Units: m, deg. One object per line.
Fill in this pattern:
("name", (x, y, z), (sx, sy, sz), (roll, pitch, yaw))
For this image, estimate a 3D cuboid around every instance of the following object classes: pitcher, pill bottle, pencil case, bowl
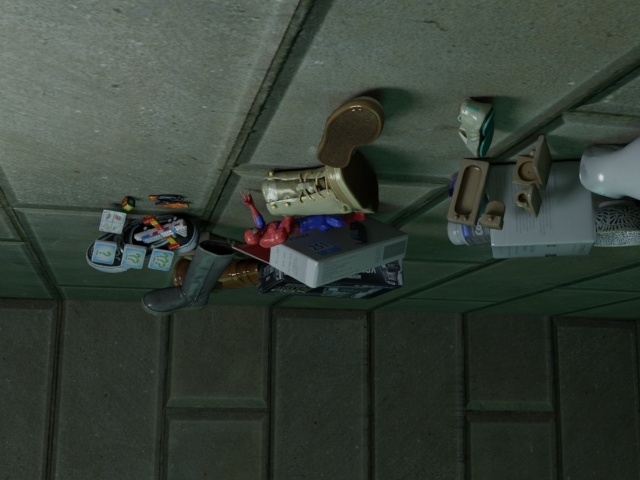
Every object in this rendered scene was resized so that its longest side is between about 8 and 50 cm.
("pitcher", (0.550, -0.107, 1.417), (0.177, 0.126, 0.207), (18, 169, -28))
("pill bottle", (0.355, -0.030, 1.965), (0.137, 0.078, 0.078), (-10, 165, 41))
("pencil case", (0.287, -0.083, 1.711), (0.064, 0.070, 0.151), (-3, 170, 16))
("bowl", (0.633, -0.040, 1.890), (0.170, 0.080, 0.170), (0, 170, 0))

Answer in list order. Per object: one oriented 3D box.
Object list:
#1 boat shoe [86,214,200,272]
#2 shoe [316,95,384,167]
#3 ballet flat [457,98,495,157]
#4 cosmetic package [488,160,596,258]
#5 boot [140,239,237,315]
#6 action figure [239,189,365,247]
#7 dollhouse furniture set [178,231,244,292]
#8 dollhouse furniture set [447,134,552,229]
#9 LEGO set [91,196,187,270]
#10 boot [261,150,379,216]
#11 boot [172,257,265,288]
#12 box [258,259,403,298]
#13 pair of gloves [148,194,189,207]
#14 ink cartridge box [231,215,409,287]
("boat shoe", (-0.437, 0.002, 2.088), (0.306, 0.113, 0.105), (-7, 161, 23))
("shoe", (0.043, -0.172, 1.323), (0.076, 0.058, 0.219), (23, 161, -10))
("ballet flat", (0.232, -0.173, 1.331), (0.052, 0.057, 0.168), (27, 171, 14))
("cosmetic package", (0.406, -0.054, 1.636), (0.183, 0.152, 0.151), (-2, 170, 13))
("boot", (-0.312, 0.088, 2.105), (0.189, 0.076, 0.208), (-7, 147, -37))
("action figure", (-0.049, -0.067, 1.813), (0.280, 0.139, 0.091), (-19, 180, -38))
("dollhouse furniture set", (-0.289, 0.074, 2.320), (0.101, 0.161, 0.182), (-4, 167, 25))
("dollhouse furniture set", (0.295, -0.100, 1.500), (0.151, 0.144, 0.123), (12, 169, 23))
("LEGO set", (-0.401, 0.000, 1.965), (0.182, 0.060, 0.244), (10, 141, -16))
("boot", (-0.013, -0.098, 1.598), (0.203, 0.095, 0.262), (-1, 173, 14))
("boot", (-0.281, 0.104, 2.605), (0.220, 0.109, 0.283), (-3, 171, 25))
("box", (0.020, 0.088, 2.200), (0.307, 0.077, 0.242), (4, 168, -17))
("pair of gloves", (-0.323, -0.084, 1.894), (0.074, 0.010, 0.083), (1, 167, 4))
("ink cartridge box", (0.000, 0.000, 1.938), (0.261, 0.066, 0.296), (24, -153, 38))
